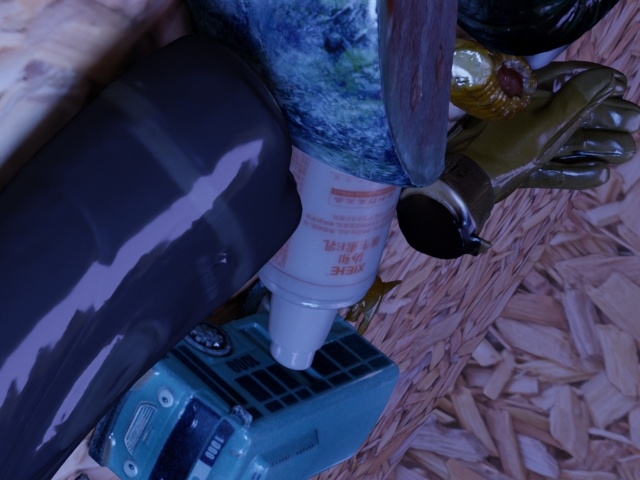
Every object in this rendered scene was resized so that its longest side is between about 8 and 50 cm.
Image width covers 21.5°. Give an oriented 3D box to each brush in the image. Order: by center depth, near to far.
[{"bbox_3d":[-0.050,0.073,1.589,0.070,0.021,0.196,-47,167,-13],"label":"brush"}]

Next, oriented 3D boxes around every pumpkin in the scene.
[{"bbox_3d":[0.180,-0.237,1.326,0.202,0.140,0.202,-33,152,-20],"label":"pumpkin"}]

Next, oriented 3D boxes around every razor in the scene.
[{"bbox_3d":[-0.147,0.045,0.938,0.349,0.113,0.204,-49,165,-17],"label":"razor"}]

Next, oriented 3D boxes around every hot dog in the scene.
[{"bbox_3d":[0.153,-0.151,1.611,0.289,0.083,0.068,0,89,-74],"label":"hot dog"}]

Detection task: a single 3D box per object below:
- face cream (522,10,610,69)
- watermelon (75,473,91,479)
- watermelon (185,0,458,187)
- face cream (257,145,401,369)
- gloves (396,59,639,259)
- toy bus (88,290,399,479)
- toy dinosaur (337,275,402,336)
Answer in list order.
[{"bbox_3d":[0.289,-0.287,1.781,0.291,0.071,0.144,-41,155,-45],"label":"face cream"},{"bbox_3d":[-0.233,0.324,1.401,0.256,0.140,0.193,-67,173,16],"label":"watermelon"},{"bbox_3d":[0.007,-0.167,1.014,0.318,0.148,0.226,78,29,-55],"label":"watermelon"},{"bbox_3d":[0.000,0.000,1.312,0.101,0.101,0.251,-39,151,-50],"label":"face cream"},{"bbox_3d":[0.220,-0.103,1.866,0.331,0.141,0.154,-36,134,-29],"label":"gloves"},{"bbox_3d":[-0.058,0.142,1.421,0.256,0.147,0.128,-17,140,-56],"label":"toy bus"},{"bbox_3d":[0.062,0.054,1.919,0.162,0.039,0.126,-47,164,-38],"label":"toy dinosaur"}]
